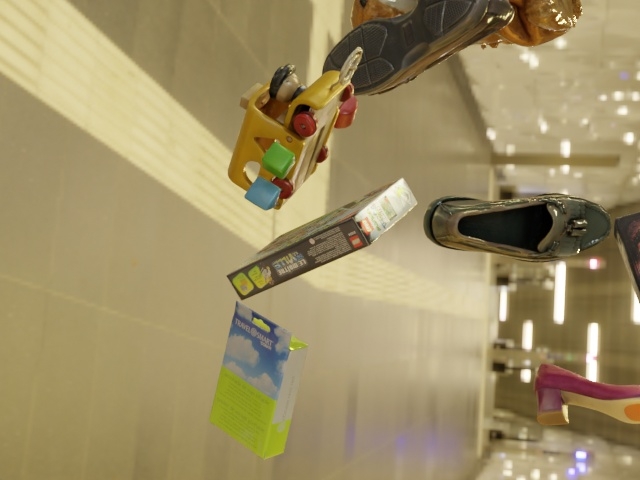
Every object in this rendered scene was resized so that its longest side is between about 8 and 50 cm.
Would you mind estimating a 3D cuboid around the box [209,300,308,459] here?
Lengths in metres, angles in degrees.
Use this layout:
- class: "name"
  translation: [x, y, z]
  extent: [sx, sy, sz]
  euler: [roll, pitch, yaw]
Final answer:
- class: "box"
  translation: [-0.079, 0.176, 1.359]
  extent: [0.042, 0.109, 0.178]
  euler: [-7, 116, -49]

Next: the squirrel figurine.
- class: "squirrel figurine"
  translation: [0.256, -0.422, 1.900]
  extent: [0.397, 0.371, 0.281]
  euler: [2, 70, -63]

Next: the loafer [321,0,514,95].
- class: "loafer"
  translation: [0.130, -0.263, 1.453]
  extent: [0.095, 0.303, 0.109]
  euler: [13, 66, -40]

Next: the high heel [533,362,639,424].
- class: "high heel"
  translation: [0.478, 0.244, 1.766]
  extent: [0.082, 0.244, 0.117]
  euler: [56, 33, -39]

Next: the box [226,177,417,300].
- class: "box"
  translation: [0.000, 0.000, 1.188]
  extent: [0.114, 0.207, 0.036]
  euler: [-39, 101, -49]

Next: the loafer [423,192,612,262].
- class: "loafer"
  translation: [0.273, -0.014, 1.398]
  extent: [0.084, 0.268, 0.096]
  euler: [-159, -110, -73]

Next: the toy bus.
- class: "toy bus"
  translation: [-0.041, -0.138, 1.208]
  extent: [0.202, 0.104, 0.191]
  euler: [-58, 171, -1]

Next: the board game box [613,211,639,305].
- class: "board game box"
  translation: [0.447, 0.022, 1.092]
  extent: [0.042, 0.243, 0.165]
  euler: [60, 16, -59]
